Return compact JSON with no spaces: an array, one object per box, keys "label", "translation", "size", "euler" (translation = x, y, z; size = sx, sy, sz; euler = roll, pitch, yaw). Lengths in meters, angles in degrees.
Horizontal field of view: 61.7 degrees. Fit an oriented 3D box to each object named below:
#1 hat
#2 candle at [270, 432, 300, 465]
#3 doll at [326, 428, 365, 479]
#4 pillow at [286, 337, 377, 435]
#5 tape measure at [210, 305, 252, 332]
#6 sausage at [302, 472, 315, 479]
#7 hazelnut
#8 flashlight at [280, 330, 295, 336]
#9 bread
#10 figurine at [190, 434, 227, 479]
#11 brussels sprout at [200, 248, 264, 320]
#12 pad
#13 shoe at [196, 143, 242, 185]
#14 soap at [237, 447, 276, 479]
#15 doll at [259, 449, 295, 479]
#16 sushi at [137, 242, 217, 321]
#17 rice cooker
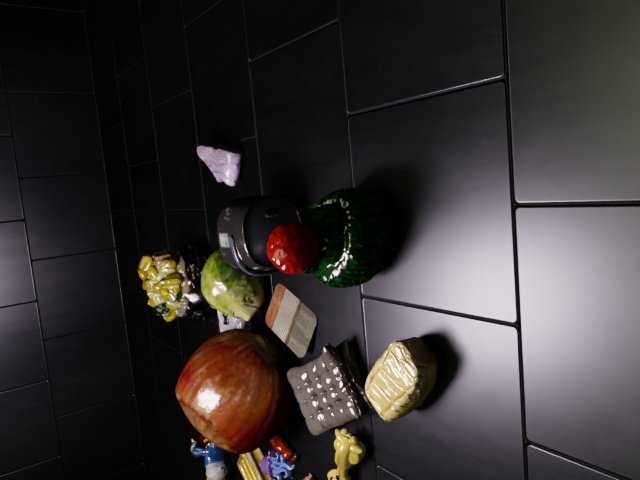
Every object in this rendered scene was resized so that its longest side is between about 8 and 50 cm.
[{"label":"hat","translation":[0.000,0.000,1.344],"size":[0.242,0.332,0.274],"euler":[42,128,39]},{"label":"candle","translation":[-0.188,0.730,2.024],"size":[0.329,0.051,0.048],"euler":[30,119,48]},{"label":"doll","translation":[0.072,0.684,1.620],"size":[0.117,0.086,0.290],"euler":[25,121,33]},{"label":"pillow","translation":[0.023,0.450,1.624],"size":[0.326,0.101,0.228],"euler":[-45,63,51]},{"label":"tape measure","translation":[-0.347,0.282,2.093],"size":[0.196,0.105,0.178],"euler":[-24,78,55]},{"label":"sausage","translation":[-0.003,0.941,1.796],"size":[0.302,0.076,0.103],"euler":[68,151,19]},{"label":"hazelnut","translation":[-0.285,0.512,1.877],"size":[0.421,0.353,0.420],"euler":[-13,64,28]},{"label":"flashlight","translation":[-0.114,0.321,1.838],"size":[0.110,0.031,0.052],"euler":[-17,84,55]},{"label":"bread","translation":[0.205,0.342,1.333],"size":[0.140,0.106,0.236],"euler":[55,137,33]},{"label":"figurine","translation":[-0.473,0.934,2.422],"size":[0.284,0.205,0.338],"euler":[32,111,55]},{"label":"brussels sprout","translation":[-0.307,0.158,1.921],"size":[0.210,0.219,0.271],"euler":[-37,88,42]},{"label":"pad","translation":[-0.099,0.193,1.765],"size":[0.250,0.055,0.323],"euler":[35,130,45]},{"label":"shoe","translation":[-0.381,-0.289,2.013],"size":[0.245,0.095,0.137],"euler":[21,112,44]},{"label":"soap","translation":[-0.245,0.949,2.138],"size":[0.232,0.073,0.140],"euler":[53,138,32]},{"label":"doll","translation":[-0.163,0.848,2.013],"size":[0.206,0.067,0.109],"euler":[-16,70,44]},{"label":"sushi","translation":[-0.605,0.195,2.279],"size":[0.328,0.286,0.328],"euler":[-45,63,49]},{"label":"rice cooker","translation":[-0.193,-0.018,1.686],"size":[0.225,0.267,0.267],"euler":[-1,97,55]}]
